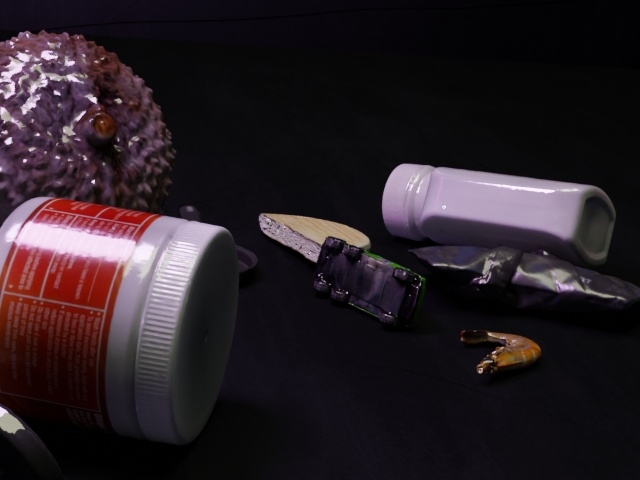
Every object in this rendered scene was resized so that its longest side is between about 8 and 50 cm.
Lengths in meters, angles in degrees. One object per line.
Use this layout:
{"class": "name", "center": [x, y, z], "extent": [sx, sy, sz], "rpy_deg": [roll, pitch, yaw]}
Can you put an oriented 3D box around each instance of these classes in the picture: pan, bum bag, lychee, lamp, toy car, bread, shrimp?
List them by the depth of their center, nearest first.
{"class": "lamp", "center": [-0.332, 0.201, 0.795], "extent": [0.130, 0.108, 0.371], "rpy_deg": [16, 21, 37]}
{"class": "shrimp", "center": [0.186, 0.122, 1.308], "extent": [0.091, 0.025, 0.127], "rpy_deg": [16, 17, 28]}
{"class": "lychee", "center": [-0.321, -0.094, 1.422], "extent": [0.300, 0.300, 0.300], "rpy_deg": [5, 19, -2]}
{"class": "toy car", "center": [0.062, 0.049, 1.426], "extent": [0.062, 0.071, 0.165], "rpy_deg": [7, 12, -45]}
{"class": "bum bag", "center": [0.259, 0.047, 1.483], "extent": [0.310, 0.074, 0.137], "rpy_deg": [8, 9, 6]}
{"class": "pan", "center": [-0.156, 0.009, 1.540], "extent": [0.136, 0.028, 0.235], "rpy_deg": [2, 22, -13]}
{"class": "bread", "center": [0.005, 0.001, 1.605], "extent": [0.112, 0.036, 0.193], "rpy_deg": [0, 15, -30]}

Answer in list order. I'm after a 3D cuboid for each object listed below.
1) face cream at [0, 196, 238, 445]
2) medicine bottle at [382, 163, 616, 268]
{"class": "face cream", "center": [-0.189, 0.071, 1.079], "extent": [0.187, 0.201, 0.201], "rpy_deg": [9, 19, 10]}
{"class": "medicine bottle", "center": [0.234, -0.037, 1.616], "extent": [0.296, 0.111, 0.161], "rpy_deg": [8, -9, 35]}
